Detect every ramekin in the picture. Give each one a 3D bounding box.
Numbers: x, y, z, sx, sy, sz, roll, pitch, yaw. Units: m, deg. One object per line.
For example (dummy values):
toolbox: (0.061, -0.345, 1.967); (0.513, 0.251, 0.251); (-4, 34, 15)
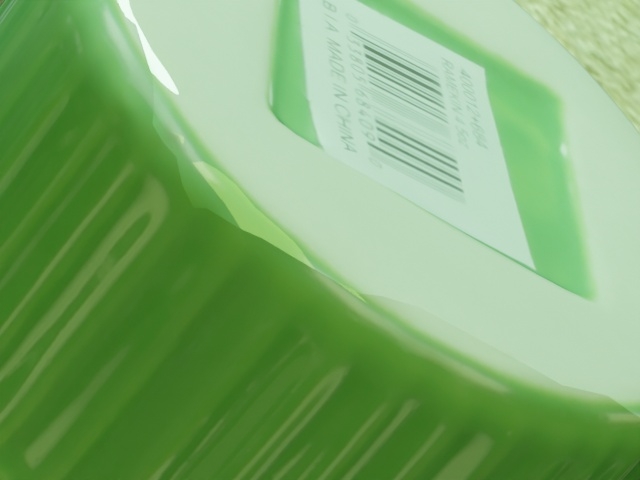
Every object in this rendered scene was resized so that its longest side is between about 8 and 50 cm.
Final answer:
ramekin: (0.000, 0.000, 0.521); (0.303, 0.148, 0.303); (27, 34, -20)

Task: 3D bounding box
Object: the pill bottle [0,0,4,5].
pill bottle: (-0.112, -0.295, 0.713); (0.229, 0.229, 0.408); (17, 50, -8)
